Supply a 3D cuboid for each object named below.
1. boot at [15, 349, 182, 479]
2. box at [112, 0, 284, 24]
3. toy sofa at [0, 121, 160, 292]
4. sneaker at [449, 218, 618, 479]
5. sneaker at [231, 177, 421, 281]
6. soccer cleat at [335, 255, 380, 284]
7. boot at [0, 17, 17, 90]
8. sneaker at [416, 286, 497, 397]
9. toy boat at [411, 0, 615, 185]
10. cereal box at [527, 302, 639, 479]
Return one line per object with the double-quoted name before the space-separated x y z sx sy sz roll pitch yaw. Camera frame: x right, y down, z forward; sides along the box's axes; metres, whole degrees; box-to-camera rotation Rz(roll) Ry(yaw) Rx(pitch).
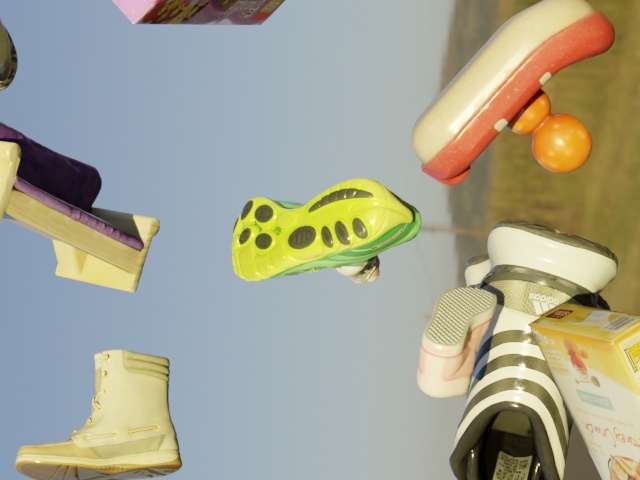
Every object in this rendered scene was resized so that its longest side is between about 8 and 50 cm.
"boot" -0.290 0.225 2.045 0.077 0.213 0.165 124 142 -60
"box" -0.050 -0.268 1.323 0.201 0.057 0.293 -44 -7 18
"toy sofa" -0.381 -0.060 2.198 0.362 0.150 0.177 32 -109 -58
"sneaker" 0.196 0.151 1.654 0.447 0.169 0.258 63 -136 -75
"sneaker" 0.000 0.000 1.900 0.123 0.295 0.109 18 -108 -39
"soccer cleat" 0.056 0.028 2.212 0.076 0.068 0.196 49 180 -6
"boot" -0.394 -0.254 1.614 0.236 0.085 0.178 54 175 0
"sneaker" 0.118 0.093 1.405 0.134 0.051 0.070 -45 -35 -58
"toy boat" 0.207 -0.129 1.561 0.231 0.151 0.151 -47 3 8
"cereal box" 0.270 0.170 1.311 0.240 0.047 0.173 64 167 -8
